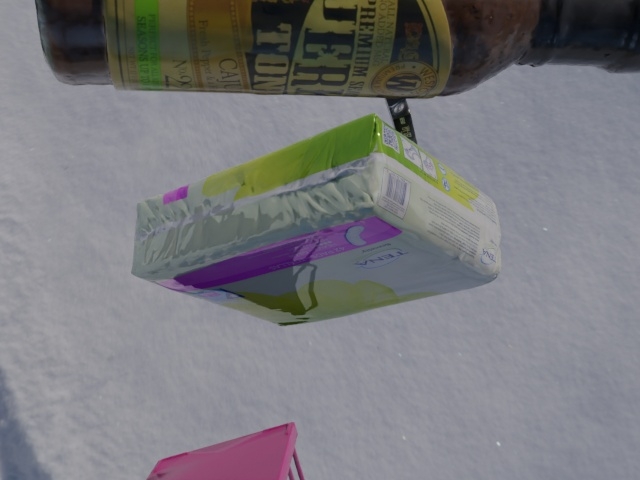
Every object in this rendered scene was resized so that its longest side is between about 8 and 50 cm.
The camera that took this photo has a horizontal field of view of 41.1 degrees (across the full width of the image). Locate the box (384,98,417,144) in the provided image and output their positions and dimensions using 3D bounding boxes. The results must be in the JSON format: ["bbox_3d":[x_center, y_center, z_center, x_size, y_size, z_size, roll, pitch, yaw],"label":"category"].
[{"bbox_3d":[0.071,-0.139,0.825,0.018,0.067,0.083,-17,68,6],"label":"box"}]

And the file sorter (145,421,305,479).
[{"bbox_3d":[-0.114,0.380,1.054,0.202,0.291,0.182,-17,96,5],"label":"file sorter"}]

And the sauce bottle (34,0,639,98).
[{"bbox_3d":[0.024,-0.135,0.473,0.344,0.111,0.112,0,102,-6],"label":"sauce bottle"}]

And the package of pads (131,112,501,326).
[{"bbox_3d":[0.000,0.000,0.833,0.229,0.296,0.101,25,59,-47],"label":"package of pads"}]
